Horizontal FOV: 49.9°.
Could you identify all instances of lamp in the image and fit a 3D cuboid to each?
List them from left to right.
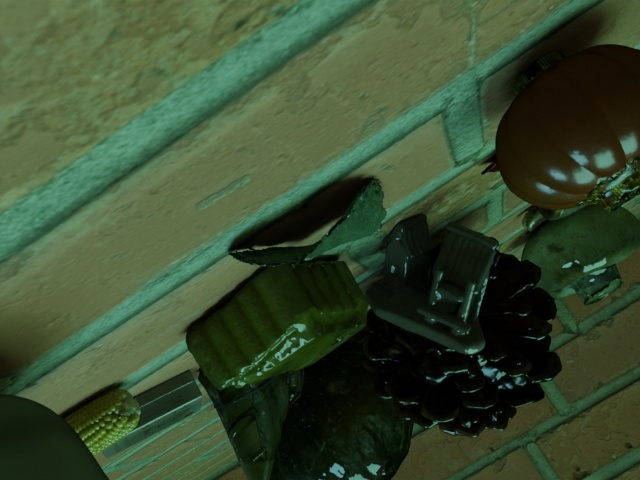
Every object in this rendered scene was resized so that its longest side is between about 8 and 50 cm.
[{"bbox_3d":[0.318,-0.132,0.829,0.223,0.196,0.223,-28,164,-9],"label":"lamp"}]

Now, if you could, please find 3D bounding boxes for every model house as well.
[{"bbox_3d":[0.195,0.056,1.135,0.122,0.229,0.188,-15,123,-51],"label":"model house"}]

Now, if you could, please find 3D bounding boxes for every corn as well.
[{"bbox_3d":[-0.405,0.327,1.110,0.249,0.081,0.081,-32,163,4],"label":"corn"}]

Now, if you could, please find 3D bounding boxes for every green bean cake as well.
[{"bbox_3d":[-0.060,0.136,1.081,0.233,0.124,0.236,-39,162,25],"label":"green bean cake"}]

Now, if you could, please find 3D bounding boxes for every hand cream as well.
[{"bbox_3d":[0.569,-0.103,1.492,0.203,0.083,0.084,-13,158,-21],"label":"hand cream"}]

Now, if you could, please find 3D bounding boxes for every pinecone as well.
[{"bbox_3d":[0.284,0.169,1.356,0.398,0.397,0.397,-28,163,-9],"label":"pinecone"}]

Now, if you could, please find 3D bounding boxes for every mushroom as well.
[{"bbox_3d":[0.741,0.042,1.954,0.352,0.260,0.352,-23,159,-10],"label":"mushroom"}]

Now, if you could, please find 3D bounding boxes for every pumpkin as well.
[{"bbox_3d":[0.010,0.453,1.674,0.454,0.344,0.454,-41,-162,16],"label":"pumpkin"}]

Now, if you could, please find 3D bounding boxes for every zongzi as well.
[{"bbox_3d":[-0.098,0.351,1.372,0.125,0.274,0.251,-31,165,26],"label":"zongzi"}]

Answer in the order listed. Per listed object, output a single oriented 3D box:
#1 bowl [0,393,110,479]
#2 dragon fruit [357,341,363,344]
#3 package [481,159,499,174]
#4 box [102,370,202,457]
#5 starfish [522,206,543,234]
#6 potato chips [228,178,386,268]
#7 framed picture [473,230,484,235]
[{"bbox_3d":[-0.424,0.271,0.733,0.354,0.185,0.354,-28,163,-9],"label":"bowl"},{"bbox_3d":[0.198,0.367,2.022,0.314,0.296,0.263,-31,-162,-10],"label":"dragon fruit"},{"bbox_3d":[0.340,-0.143,1.140,0.200,0.022,0.083,-13,156,-49],"label":"package"},{"bbox_3d":[-0.325,0.329,1.293,0.201,0.058,0.141,-24,162,-19],"label":"box"},{"bbox_3d":[0.705,-0.164,1.625,0.432,0.082,0.324,-19,163,-27],"label":"starfish"},{"bbox_3d":[-0.005,-0.007,0.885,0.228,0.059,0.167,-27,173,-11],"label":"potato chips"},{"bbox_3d":[0.310,0.014,1.561,0.109,0.011,0.149,-37,162,19],"label":"framed picture"}]
